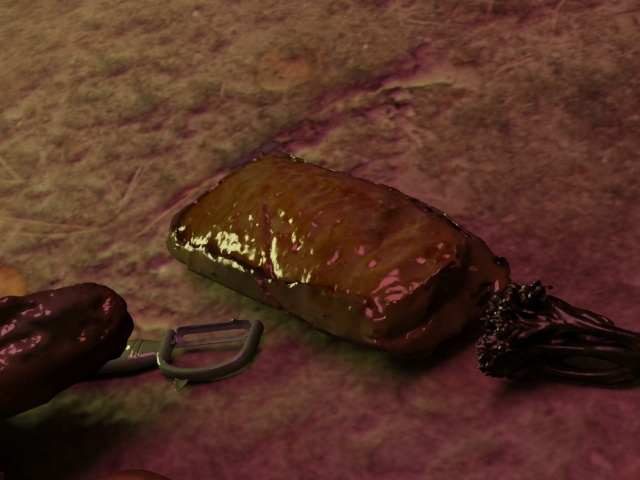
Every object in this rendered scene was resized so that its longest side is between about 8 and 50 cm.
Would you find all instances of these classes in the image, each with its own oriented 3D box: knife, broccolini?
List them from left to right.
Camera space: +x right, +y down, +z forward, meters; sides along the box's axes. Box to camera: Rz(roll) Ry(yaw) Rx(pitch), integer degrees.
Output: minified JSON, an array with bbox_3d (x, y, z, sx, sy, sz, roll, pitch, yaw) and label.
[{"bbox_3d":[-0.138,0.085,1.270,0.212,0.015,0.054,-7,46,25],"label":"knife"},{"bbox_3d":[0.189,0.054,1.060,0.216,0.067,0.058,1,81,33],"label":"broccolini"}]

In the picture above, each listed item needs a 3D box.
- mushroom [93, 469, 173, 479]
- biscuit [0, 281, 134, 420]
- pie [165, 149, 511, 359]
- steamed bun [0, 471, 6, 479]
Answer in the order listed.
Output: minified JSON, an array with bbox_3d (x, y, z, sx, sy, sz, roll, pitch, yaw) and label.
[{"bbox_3d":[-0.096,0.187,1.019,0.148,0.112,0.148,-24,33,17],"label":"mushroom"},{"bbox_3d":[-0.275,0.104,1.155,0.335,0.078,0.329,-20,-4,2],"label":"biscuit"},{"bbox_3d":[0.000,0.000,1.248,0.129,0.068,0.282,-39,32,-20],"label":"pie"},{"bbox_3d":[-0.263,0.218,1.063,0.211,0.144,0.218,-21,7,-39],"label":"steamed bun"}]
